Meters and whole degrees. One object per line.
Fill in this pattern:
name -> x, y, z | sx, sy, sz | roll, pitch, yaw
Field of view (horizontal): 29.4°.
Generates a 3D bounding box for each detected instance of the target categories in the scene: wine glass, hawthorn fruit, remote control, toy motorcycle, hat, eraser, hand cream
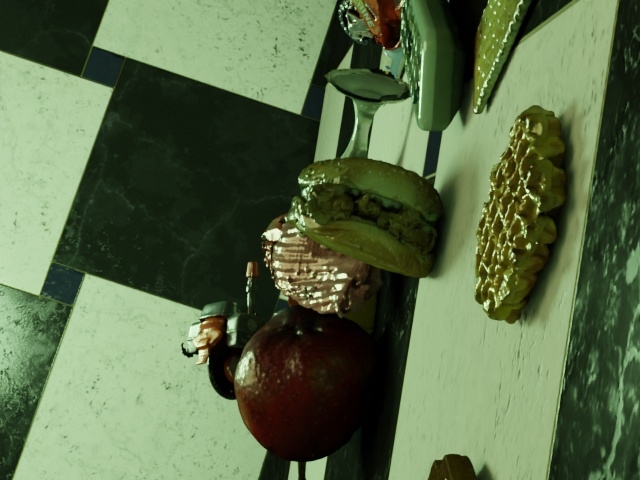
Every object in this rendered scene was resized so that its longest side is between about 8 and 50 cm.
wine glass -> 0.053, -0.109, 1.930 | 0.143, 0.143, 0.321 | -93, 10, -66
hawthorn fruit -> -0.028, 0.233, 1.794 | 0.230, 0.210, 0.266 | -105, 22, -68
remote control -> 0.142, -0.255, 1.561 | 0.335, 0.065, 0.128 | -90, 3, -62
toy motorcycle -> -0.067, 0.163, 1.975 | 0.147, 0.325, 0.221 | -17, 65, 41
toy motorcycle -> 0.097, -0.385, 1.780 | 0.089, 0.171, 0.298 | -38, -26, -26
hat -> 0.000, 0.000, 1.812 | 0.286, 0.107, 0.237 | 1, 56, 53
eraser -> 0.026, 0.095, 1.917 | 0.045, 0.122, 0.097 | 104, 175, -64
hand cream -> 0.121, -0.294, 2.030 | 0.171, 0.043, 0.065 | 100, 178, -63

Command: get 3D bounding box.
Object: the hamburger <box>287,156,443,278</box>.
hamburger -> 0.057, -0.035, 1.506 | 0.215, 0.189, 0.122 | 149, 140, -85

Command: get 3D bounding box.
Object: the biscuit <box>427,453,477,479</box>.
biscuit -> 0.112, 0.291, 1.123 | 0.215, 0.034, 0.182 | 112, 167, -77

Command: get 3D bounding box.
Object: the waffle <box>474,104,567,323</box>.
waffle -> 0.169, -0.021, 1.042 | 0.191, 0.038, 0.191 | -171, 90, -84

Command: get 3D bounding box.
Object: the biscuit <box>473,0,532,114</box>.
biscuit -> 0.195, -0.247, 1.272 | 0.231, 0.016, 0.139 | 107, 171, -55
